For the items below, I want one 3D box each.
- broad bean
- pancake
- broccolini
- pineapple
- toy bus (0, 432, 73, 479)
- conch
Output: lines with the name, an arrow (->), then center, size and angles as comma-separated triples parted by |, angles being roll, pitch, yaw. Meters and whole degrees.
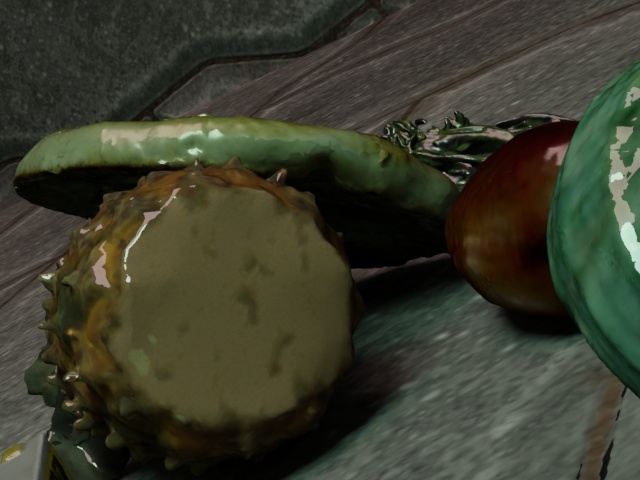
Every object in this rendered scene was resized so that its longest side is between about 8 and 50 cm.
broad bean -> 0.112, -0.014, 0.752 | 0.114, 0.084, 0.165 | -11, 6, 5
pancake -> -0.038, -0.024, 0.905 | 0.254, 0.037, 0.253 | 6, -13, 1
broccolini -> 0.117, -0.041, 0.994 | 0.203, 0.068, 0.091 | -2, 37, 35
pineapple -> -0.089, 0.053, 0.841 | 0.170, 0.141, 0.310 | -58, 12, -16
toy bus -> -0.118, 0.139, 0.626 | 0.081, 0.074, 0.226 | -28, 9, -2
conch -> 0.157, -0.010, 0.507 | 0.176, 0.121, 0.188 | -4, 15, 0
